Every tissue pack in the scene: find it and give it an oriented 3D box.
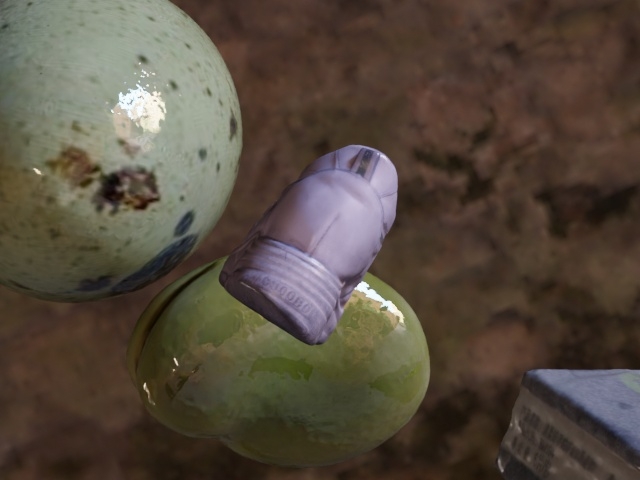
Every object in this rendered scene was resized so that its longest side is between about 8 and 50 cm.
[{"bbox_3d":[0.364,0.233,1.506,0.288,0.124,0.394,5,19,-30],"label":"tissue pack"}]

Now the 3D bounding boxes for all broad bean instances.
[{"bbox_3d":[-0.034,0.097,1.592,0.263,0.189,0.121,9,4,-24],"label":"broad bean"}]

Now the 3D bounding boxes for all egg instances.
[{"bbox_3d":[-0.212,-0.086,1.663,0.287,0.288,0.379,-24,24,9],"label":"egg"}]

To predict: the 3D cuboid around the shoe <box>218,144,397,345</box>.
[{"bbox_3d":[0.000,0.000,1.340,0.138,0.095,0.245,-53,-1,-2],"label":"shoe"}]
